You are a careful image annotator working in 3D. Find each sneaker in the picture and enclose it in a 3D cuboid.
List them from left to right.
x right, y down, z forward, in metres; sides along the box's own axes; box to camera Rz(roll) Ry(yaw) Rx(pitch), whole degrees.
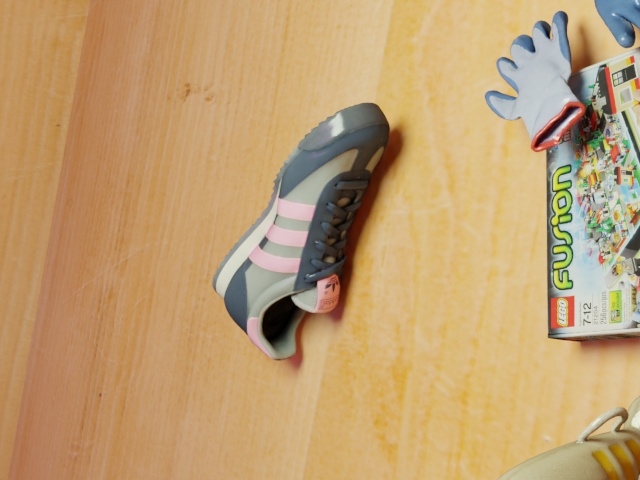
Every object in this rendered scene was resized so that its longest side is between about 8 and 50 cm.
[{"bbox_3d":[0.000,0.000,0.993,0.131,0.112,0.319,56,133,26],"label":"sneaker"}]

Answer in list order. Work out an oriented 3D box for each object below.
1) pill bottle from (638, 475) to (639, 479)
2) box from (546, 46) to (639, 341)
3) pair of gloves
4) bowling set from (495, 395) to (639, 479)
[{"bbox_3d":[0.174,0.211,0.648,0.160,0.087,0.087,-53,41,37],"label":"pill bottle"},{"bbox_3d":[0.220,-0.031,0.686,0.114,0.036,0.206,-16,69,56],"label":"box"},{"bbox_3d":[0.206,-0.160,0.709,0.198,0.023,0.159,-46,27,25],"label":"pair of gloves"},{"bbox_3d":[0.210,0.244,0.483,0.200,0.154,0.287,21,128,56],"label":"bowling set"}]
